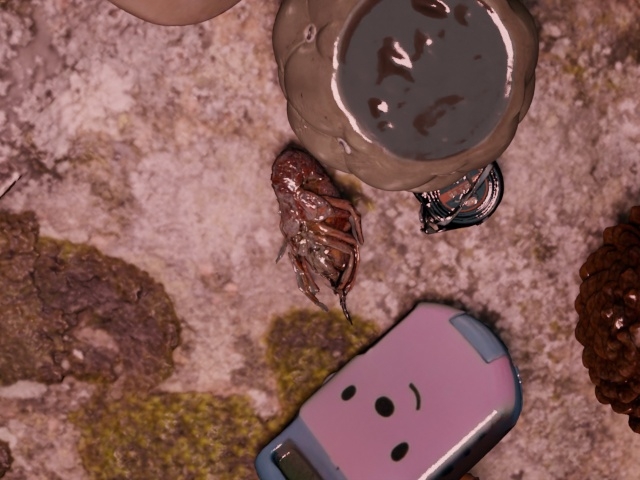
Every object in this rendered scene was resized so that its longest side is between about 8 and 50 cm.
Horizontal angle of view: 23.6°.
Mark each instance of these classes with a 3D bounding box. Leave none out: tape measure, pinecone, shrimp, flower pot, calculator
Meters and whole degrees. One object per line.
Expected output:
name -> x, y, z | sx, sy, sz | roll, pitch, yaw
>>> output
tape measure -> 0.131, -0.052, 1.493 | 0.094, 0.054, 0.091 | -22, 106, 3
pinecone -> 0.393, 0.089, 1.489 | 0.292, 0.246, 0.246 | 16, 99, -28
shrimp -> 0.000, -0.001, 1.477 | 0.073, 0.075, 0.190 | -34, 120, -34
flower pot -> 0.077, -0.164, 1.387 | 0.246, 0.195, 0.246 | -2, 103, -8
calculator -> 0.062, 0.189, 1.489 | 0.293, 0.173, 0.051 | -43, 146, 2

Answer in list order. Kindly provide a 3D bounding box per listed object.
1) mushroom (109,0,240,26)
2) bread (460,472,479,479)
mushroom -> -0.166, -0.286, 1.334 | 0.243, 0.243, 0.243 | -2, 102, -9
bread -> 0.080, 0.337, 1.520 | 0.251, 0.174, 0.133 | -31, 149, 12
